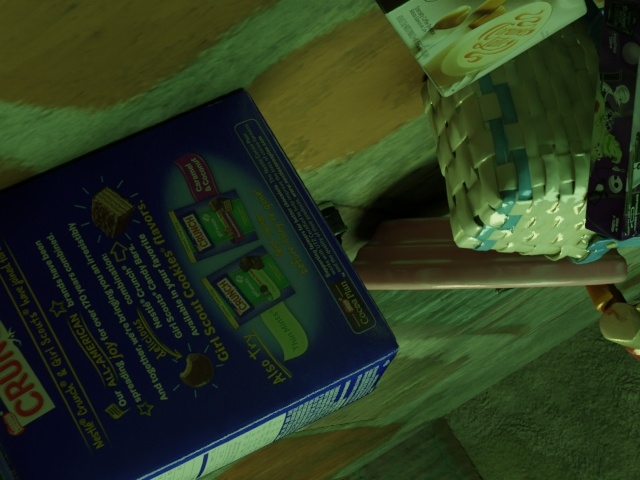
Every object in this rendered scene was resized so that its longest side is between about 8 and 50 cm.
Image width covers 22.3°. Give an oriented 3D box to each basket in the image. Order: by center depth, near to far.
[{"bbox_3d":[0.254,-0.110,1.548,0.289,0.255,0.201,-6,160,-13],"label":"basket"}]

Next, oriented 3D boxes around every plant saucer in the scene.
[{"bbox_3d":[0.196,0.013,1.931,0.332,0.084,0.332,-2,180,0],"label":"plant saucer"}]

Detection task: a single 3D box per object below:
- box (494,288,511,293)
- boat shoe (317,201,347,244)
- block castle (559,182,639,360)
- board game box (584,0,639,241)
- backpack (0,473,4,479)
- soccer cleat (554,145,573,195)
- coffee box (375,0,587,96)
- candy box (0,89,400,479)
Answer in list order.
[{"bbox_3d":[0.425,-0.040,2.434,0.295,0.073,0.293,-11,156,-49],"label":"box"},{"bbox_3d":[-0.002,0.001,1.825,0.049,0.042,0.133,-26,167,-19],"label":"boat shoe"},{"bbox_3d":[0.519,-0.067,2.072,0.453,0.303,0.213,-35,158,20],"label":"block castle"},{"bbox_3d":[0.317,-0.187,1.365,0.208,0.056,0.347,-21,121,-42],"label":"board game box"},{"bbox_3d":[-0.251,0.178,1.551,0.290,0.273,0.355,-24,-166,-19],"label":"backpack"},{"bbox_3d":[0.316,-0.146,1.897,0.289,0.093,0.121,-42,-168,26],"label":"soccer cleat"},{"bbox_3d":[0.108,-0.208,1.220,0.141,0.098,0.246,-31,165,7],"label":"coffee box"},{"bbox_3d":[-0.142,0.063,1.319,0.317,0.268,0.122,-24,161,-19],"label":"candy box"}]
